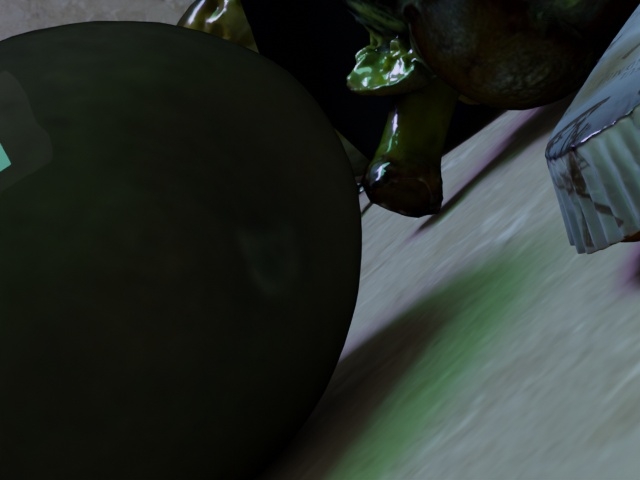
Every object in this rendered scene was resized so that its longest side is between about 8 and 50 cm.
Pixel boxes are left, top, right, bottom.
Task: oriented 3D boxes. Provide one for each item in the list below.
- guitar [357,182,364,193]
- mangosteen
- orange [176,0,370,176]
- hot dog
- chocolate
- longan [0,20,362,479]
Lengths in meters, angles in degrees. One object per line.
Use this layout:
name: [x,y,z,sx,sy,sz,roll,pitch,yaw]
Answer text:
guitar: [0.000,0.000,1.133,0.088,0.025,0.233,-40,5,27]
mangosteen: [0.078,-0.160,0.892,0.289,0.231,0.231,-62,5,0]
orange: [0.017,-0.180,1.425,0.368,0.210,0.271,-41,-18,-5]
hot dog: [0.127,-0.056,0.497,0.099,0.053,0.192,-39,8,39]
chocolate: [0.088,-0.215,1.163,0.186,0.284,0.283,-26,-4,-33]
longan: [-0.092,0.016,0.635,0.248,0.248,0.248,-41,5,4]
